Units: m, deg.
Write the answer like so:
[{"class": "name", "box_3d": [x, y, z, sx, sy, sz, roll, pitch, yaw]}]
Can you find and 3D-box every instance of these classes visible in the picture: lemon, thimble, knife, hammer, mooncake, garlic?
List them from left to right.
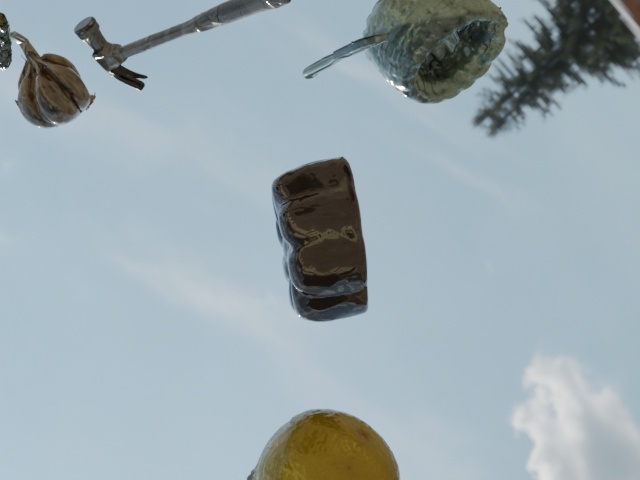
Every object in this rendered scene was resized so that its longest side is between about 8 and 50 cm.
[{"class": "garlic", "box_3d": [-0.489, -0.291, 1.901, 0.127, 0.131, 0.194, -86, -25, -60]}, {"class": "hammer", "box_3d": [-0.230, -0.364, 1.790, 0.152, 0.427, 0.044, 51, -138, -31]}, {"class": "mooncake", "box_3d": [0.000, 0.000, 1.973, 0.306, 0.154, 0.306, 168, 90, -86]}, {"class": "lemon", "box_3d": [0.019, 0.403, 1.775, 0.253, 0.228, 0.228, 27, -147, -9]}, {"class": "knife", "box_3d": [0.024, -0.224, 1.297, 0.028, 0.210, 0.015, -2, -93, -24]}, {"class": "thimble", "box_3d": [0.208, -0.376, 1.936, 0.172, 0.250, 0.205, 52, 167, 33]}]

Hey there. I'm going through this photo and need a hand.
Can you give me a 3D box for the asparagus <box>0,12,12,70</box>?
[{"class": "asparagus", "box_3d": [-0.519, -0.318, 1.726, 0.036, 0.165, 0.030, -27, -102, -23]}]
